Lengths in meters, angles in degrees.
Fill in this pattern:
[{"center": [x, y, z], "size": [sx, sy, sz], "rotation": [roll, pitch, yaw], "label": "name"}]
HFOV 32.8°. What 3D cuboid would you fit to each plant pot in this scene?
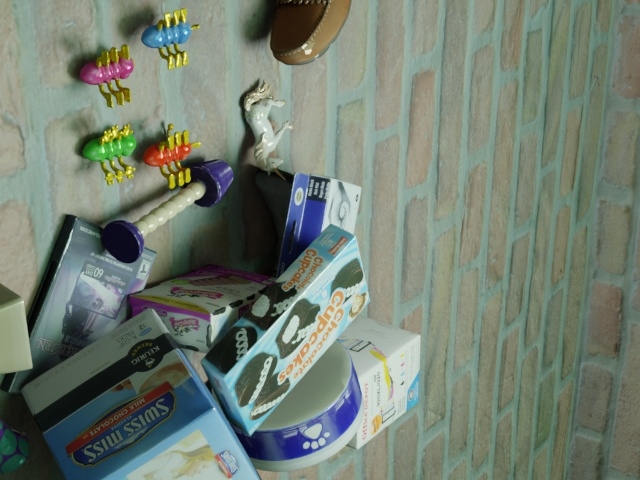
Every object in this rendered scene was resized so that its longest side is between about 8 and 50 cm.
[{"center": [-0.461, 0.123, 1.460], "size": [0.096, 0.109, 0.109], "rotation": [-21, 120, -37], "label": "plant pot"}]

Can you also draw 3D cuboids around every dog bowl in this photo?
[{"center": [-0.059, 0.284, 1.962], "size": [0.265, 0.265, 0.104], "rotation": [-45, 135, -37], "label": "dog bowl"}]

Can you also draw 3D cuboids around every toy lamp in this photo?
[{"center": [-0.230, -0.055, 1.728], "size": [0.275, 0.080, 0.080], "rotation": [-45, 137, -49], "label": "toy lamp"}]

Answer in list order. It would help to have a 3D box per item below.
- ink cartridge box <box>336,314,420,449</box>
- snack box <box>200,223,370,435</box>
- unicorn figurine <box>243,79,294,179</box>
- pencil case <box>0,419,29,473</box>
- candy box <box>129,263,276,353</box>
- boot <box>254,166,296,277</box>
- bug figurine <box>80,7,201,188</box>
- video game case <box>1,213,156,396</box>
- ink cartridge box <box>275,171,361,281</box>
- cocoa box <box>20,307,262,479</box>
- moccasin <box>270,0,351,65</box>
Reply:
[{"center": [0.075, 0.288, 2.248], "size": [0.233, 0.168, 0.171], "rotation": [-27, 125, -48], "label": "ink cartridge box"}, {"center": [-0.048, 0.144, 1.762], "size": [0.322, 0.060, 0.187], "rotation": [-47, 148, -23], "label": "snack box"}, {"center": [-0.092, -0.190, 1.908], "size": [0.111, 0.060, 0.162], "rotation": [-43, 105, -43], "label": "unicorn figurine"}, {"center": [-0.472, 0.264, 1.527], "size": [0.070, 0.064, 0.151], "rotation": [-44, 138, -16], "label": "pencil case"}, {"center": [-0.181, 0.107, 1.785], "size": [0.233, 0.159, 0.071], "rotation": [-25, 121, -59], "label": "candy box"}, {"center": [-0.059, 0.030, 2.007], "size": [0.222, 0.118, 0.338], "rotation": [-58, 139, -16], "label": "boot"}, {"center": [-0.267, -0.210, 1.637], "size": [0.216, 0.072, 0.278], "rotation": [-22, 125, -43], "label": "bug figurine"}, {"center": [-0.364, 0.117, 1.666], "size": [0.196, 0.026, 0.274], "rotation": [30, 77, -56], "label": "video game case"}, {"center": [0.000, 0.000, 1.886], "size": [0.224, 0.045, 0.223], "rotation": [5, 96, -67], "label": "ink cartridge box"}, {"center": [-0.246, 0.323, 1.644], "size": [0.231, 0.228, 0.347], "rotation": [-32, 139, -9], "label": "cocoa box"}, {"center": [-0.003, -0.476, 1.859], "size": [0.147, 0.139, 0.380], "rotation": [39, 70, -53], "label": "moccasin"}]
